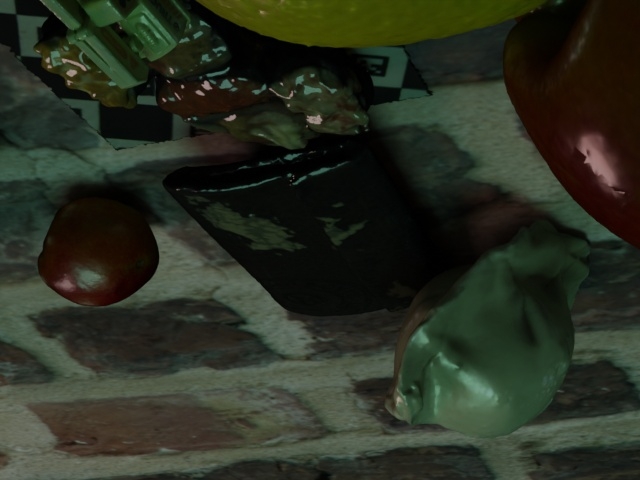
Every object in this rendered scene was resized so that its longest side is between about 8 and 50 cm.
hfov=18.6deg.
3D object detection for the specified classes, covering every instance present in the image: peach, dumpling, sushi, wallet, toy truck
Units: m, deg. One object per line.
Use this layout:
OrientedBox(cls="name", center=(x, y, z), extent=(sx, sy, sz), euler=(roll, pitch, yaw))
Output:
OrientedBox(cls="peach", center=(-0.186, 0.011, 1.656), extent=(0.101, 0.100, 0.100), euler=(2, 153, 1))
OrientedBox(cls="dumpling", center=(0.149, 0.071, 1.658), extent=(0.258, 0.147, 0.193), euler=(-25, 144, -43))
OrientedBox(cls="peach", center=(0.280, -0.121, 1.146), extent=(0.332, 0.307, 0.308), euler=(-1, 155, -14))
OrientedBox(cls="sushi", center=(-0.097, -0.130, 1.404), extent=(0.294, 0.059, 0.292), euler=(-8, 151, 21))
OrientedBox(cls="wallet", center=(0.000, 0.000, 1.633), extent=(0.170, 0.044, 0.321), euler=(-6, 160, 15))
OrientedBox(cls="toy truck", center=(-0.146, -0.175, 1.244), extent=(0.077, 0.100, 0.169), euler=(-9, 137, 22))

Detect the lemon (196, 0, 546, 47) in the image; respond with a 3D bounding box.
OrientedBox(cls="lemon", center=(0.037, -0.223, 1.004), extent=(0.320, 0.245, 0.245), euler=(-3, 153, 5))
